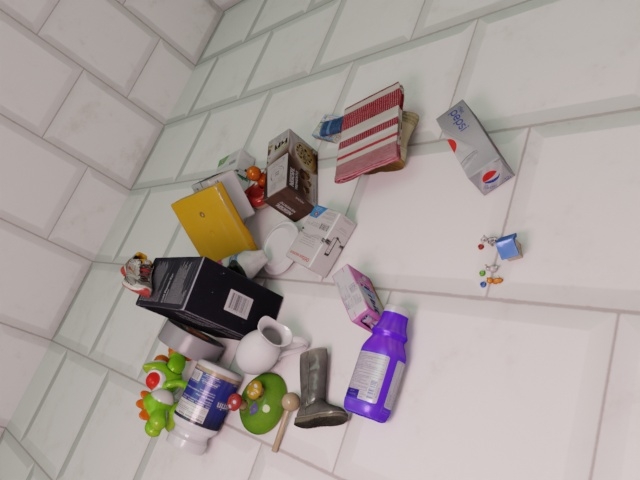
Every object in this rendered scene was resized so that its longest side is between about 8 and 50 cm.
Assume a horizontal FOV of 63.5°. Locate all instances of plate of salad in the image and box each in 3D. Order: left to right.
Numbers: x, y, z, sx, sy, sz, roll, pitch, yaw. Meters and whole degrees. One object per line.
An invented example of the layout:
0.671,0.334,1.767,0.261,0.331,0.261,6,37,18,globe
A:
-0.137,0.028,1.832,0.200,0.048,0.199,-21,59,40,plate of salad

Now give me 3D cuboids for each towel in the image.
0.046,-0.429,1.948,0.120,0.029,0.067,0,64,46,towel
0.158,-0.345,1.660,0.237,0.037,0.328,-18,49,35,towel

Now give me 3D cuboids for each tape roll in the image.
-0.443,0.349,1.775,0.219,0.219,0.072,18,76,51,tape roll

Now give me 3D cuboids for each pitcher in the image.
-0.150,0.328,1.553,0.207,0.178,0.125,-50,24,39,pitcher

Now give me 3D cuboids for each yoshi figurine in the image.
-0.503,0.533,1.785,0.203,0.203,0.362,-5,30,-3,yoshi figurine

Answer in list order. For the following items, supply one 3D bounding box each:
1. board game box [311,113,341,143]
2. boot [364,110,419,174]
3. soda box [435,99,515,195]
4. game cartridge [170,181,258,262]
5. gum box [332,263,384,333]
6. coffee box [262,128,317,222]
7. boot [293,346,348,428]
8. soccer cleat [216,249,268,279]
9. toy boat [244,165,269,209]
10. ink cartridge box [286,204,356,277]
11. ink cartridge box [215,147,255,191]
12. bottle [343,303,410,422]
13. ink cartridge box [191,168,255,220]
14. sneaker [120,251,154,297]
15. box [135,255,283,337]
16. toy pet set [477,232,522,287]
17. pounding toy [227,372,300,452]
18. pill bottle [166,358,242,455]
0.040,-0.434,2.006,0.103,0.026,0.154,-57,38,-3,board game box
0.190,-0.328,1.709,0.262,0.095,0.203,3,65,46,boot
0.418,-0.260,1.420,0.098,0.091,0.286,-36,41,24,soda box
-0.396,-0.039,1.964,0.286,0.323,0.053,-15,20,39,game cartridge
0.112,0.163,1.415,0.062,0.107,0.188,-42,39,17,gum box
-0.105,-0.240,1.900,0.119,0.168,0.296,-27,45,32,coffee box
0.004,0.392,1.400,0.190,0.076,0.208,-18,44,35,boot
-0.286,0.099,1.878,0.143,0.115,0.331,-31,8,-26,soccer cleat
-0.233,-0.238,2.047,0.231,0.151,0.151,-51,37,5,toy boat
0.000,0.000,1.674,0.148,0.086,0.203,24,82,52,ink cartridge box
-0.392,-0.277,2.293,0.160,0.093,0.219,-18,51,38,ink cartridge box
0.151,0.299,1.283,0.118,0.092,0.282,0,63,46,bottle
-0.393,-0.164,2.062,0.114,0.196,0.273,-31,15,-22,ink cartridge box
-0.580,0.104,1.652,0.092,0.088,0.225,-54,38,4,sneaker
-0.363,0.198,1.702,0.313,0.343,0.178,-4,62,45,box
0.414,0.034,1.225,0.114,0.065,0.122,-21,49,36,toy pet set
-0.183,0.471,1.497,0.237,0.110,0.182,18,77,52,pounding toy
-0.367,0.520,1.621,0.153,0.153,0.264,7,69,49,pill bottle
